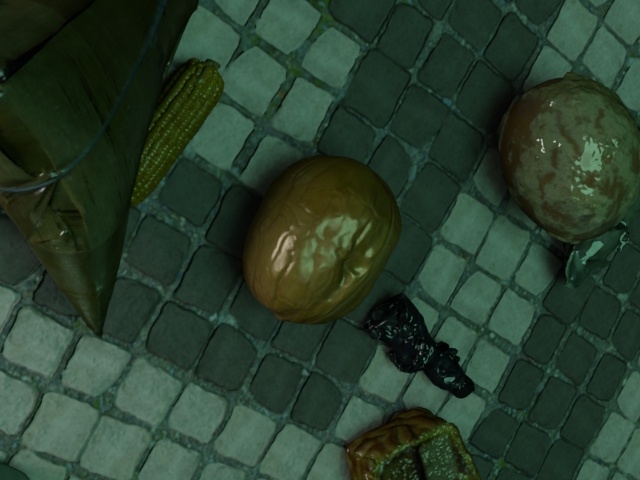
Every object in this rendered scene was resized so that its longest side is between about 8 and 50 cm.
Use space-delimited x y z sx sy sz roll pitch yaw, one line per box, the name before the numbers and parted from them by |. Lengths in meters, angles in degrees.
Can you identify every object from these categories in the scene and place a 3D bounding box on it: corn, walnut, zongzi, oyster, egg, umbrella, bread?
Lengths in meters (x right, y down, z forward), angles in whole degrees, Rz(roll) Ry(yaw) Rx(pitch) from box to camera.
corn | -0.187 -0.132 1.338 0.068 0.068 0.207 38 84 -32
walnut | 0.000 0.000 1.421 0.193 0.193 0.226 21 101 -33
zongzi | -0.232 -0.143 1.250 0.356 0.174 0.393 -53 138 -32
oyster | 0.437 -0.054 1.716 0.199 0.087 0.252 -22 120 -35
egg | 0.356 -0.116 1.588 0.203 0.203 0.245 -23 107 -24
umbrella | 0.153 0.169 1.619 0.080 0.071 0.224 -36 127 14
bread | 0.141 0.360 1.641 0.181 0.096 0.222 -29 114 -22

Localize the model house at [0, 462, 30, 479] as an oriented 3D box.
model house | -0.423 0.348 1.310 0.149 0.119 0.148 -51 149 18
